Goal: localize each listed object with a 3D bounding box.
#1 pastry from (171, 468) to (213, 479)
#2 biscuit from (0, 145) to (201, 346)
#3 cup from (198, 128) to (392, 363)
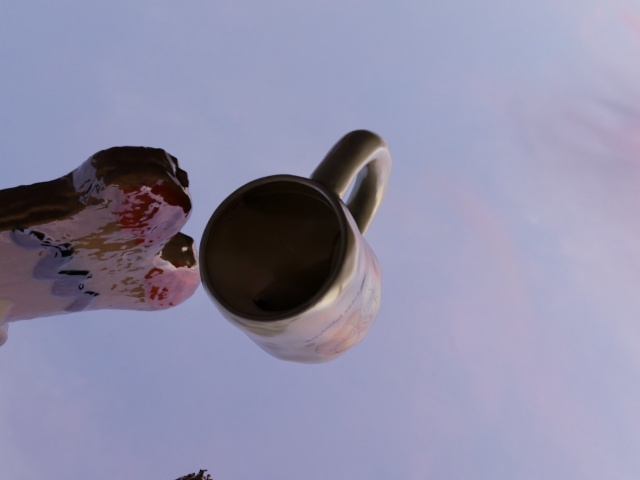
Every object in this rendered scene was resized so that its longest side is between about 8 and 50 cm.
[{"bbox_3d":[-0.161,0.290,0.915,0.140,0.080,0.056,-25,-152,-14],"label":"pastry"},{"bbox_3d":[-0.332,0.039,1.036,0.394,0.368,0.076,-10,-117,-8],"label":"biscuit"},{"bbox_3d":[-0.020,0.000,1.028,0.173,0.202,0.255,4,-108,15],"label":"cup"}]
